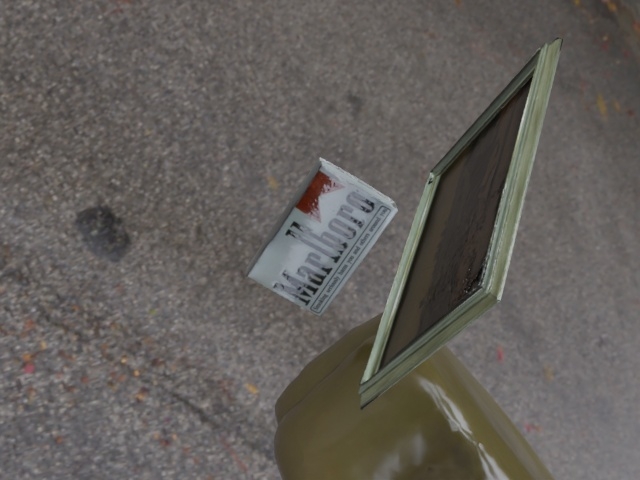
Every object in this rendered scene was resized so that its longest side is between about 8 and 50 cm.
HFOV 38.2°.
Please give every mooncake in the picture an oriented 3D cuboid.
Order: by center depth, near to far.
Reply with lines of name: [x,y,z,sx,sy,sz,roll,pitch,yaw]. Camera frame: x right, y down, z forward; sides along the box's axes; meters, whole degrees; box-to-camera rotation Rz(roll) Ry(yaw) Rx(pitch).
mooncake: [0.141,0.318,1.158,0.467,0.262,0.467,53,6,-7]

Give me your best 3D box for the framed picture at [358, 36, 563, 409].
framed picture: [0.101,-0.014,0.691,0.014,0.197,0.252,28,53,-8]

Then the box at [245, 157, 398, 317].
box: [0.000,0.000,1.144,0.115,0.177,0.036,29,20,-13]
